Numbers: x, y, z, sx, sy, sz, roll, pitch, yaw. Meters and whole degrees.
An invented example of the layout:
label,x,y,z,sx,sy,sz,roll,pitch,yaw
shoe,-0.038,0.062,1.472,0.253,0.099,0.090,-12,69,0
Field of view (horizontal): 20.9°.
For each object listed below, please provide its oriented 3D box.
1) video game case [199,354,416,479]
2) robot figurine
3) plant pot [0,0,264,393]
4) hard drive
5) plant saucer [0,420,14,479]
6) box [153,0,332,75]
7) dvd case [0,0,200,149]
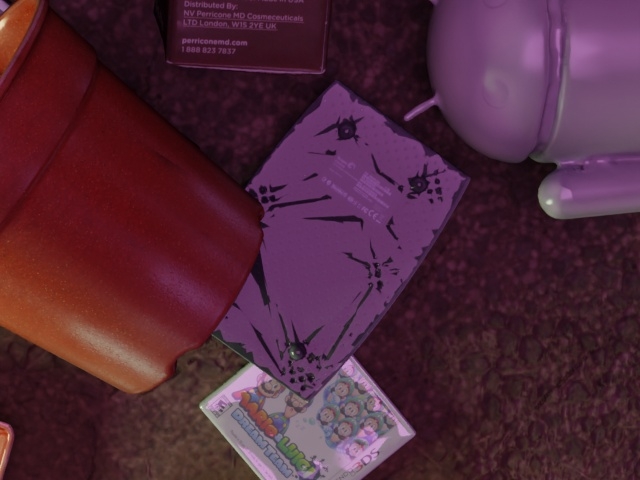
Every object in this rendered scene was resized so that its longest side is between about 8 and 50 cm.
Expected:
label,x,y,z,sx,sy,sz,roll,pitch,yaw
video game case,-0.011,0.169,1.645,0.143,0.019,0.157,-39,101,0
robot figurine,0.246,-0.167,1.529,0.353,0.200,0.300,0,78,-7
plant pot,-0.208,-0.022,1.449,0.265,0.272,0.272,37,93,-20
hard drive,0.000,0.000,1.590,0.172,0.054,0.255,36,90,-5
plant saucer,-0.436,0.252,1.590,0.258,0.048,0.259,16,98,-10
box,-0.056,-0.341,1.406,0.143,0.191,0.381,3,108,-9
dvd case,-0.256,-0.085,1.567,0.238,0.029,0.179,37,93,-12
